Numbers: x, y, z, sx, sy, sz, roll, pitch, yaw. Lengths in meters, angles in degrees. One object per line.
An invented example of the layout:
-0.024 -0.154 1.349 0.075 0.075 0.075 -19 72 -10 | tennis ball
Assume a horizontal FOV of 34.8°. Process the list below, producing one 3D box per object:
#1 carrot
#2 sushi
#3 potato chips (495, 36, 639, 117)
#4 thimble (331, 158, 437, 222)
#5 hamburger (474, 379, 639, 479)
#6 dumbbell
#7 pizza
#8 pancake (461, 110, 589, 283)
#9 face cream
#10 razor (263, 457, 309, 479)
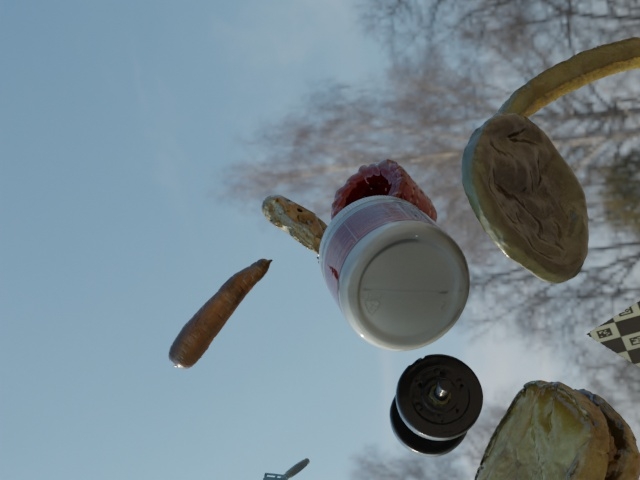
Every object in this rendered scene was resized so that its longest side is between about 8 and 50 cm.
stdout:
-0.172 0.119 1.740 0.248 0.059 0.059 -50 -33 -1 | carrot
0.679 0.186 1.875 0.290 0.264 0.050 28 -140 -28 | sushi
0.455 -0.286 1.842 0.080 0.407 0.057 62 168 12 | potato chips
0.110 -0.045 1.787 0.125 0.163 0.190 45 -159 -30 | thimble
0.328 0.347 1.452 0.144 0.283 0.259 28 -168 -23 | hamburger
0.193 0.282 1.734 0.325 0.143 0.143 90 -173 -68 | dumbbell
0.000 0.000 2.089 0.071 0.297 0.189 -50 -10 2 | pizza
0.324 -0.071 1.562 0.294 0.049 0.295 26 -131 -35 | pancake
0.110 0.047 1.570 0.187 0.201 0.201 -124 21 -70 | face cream
-0.064 0.514 2.271 0.135 0.068 0.040 -23 -70 -57 | razor
